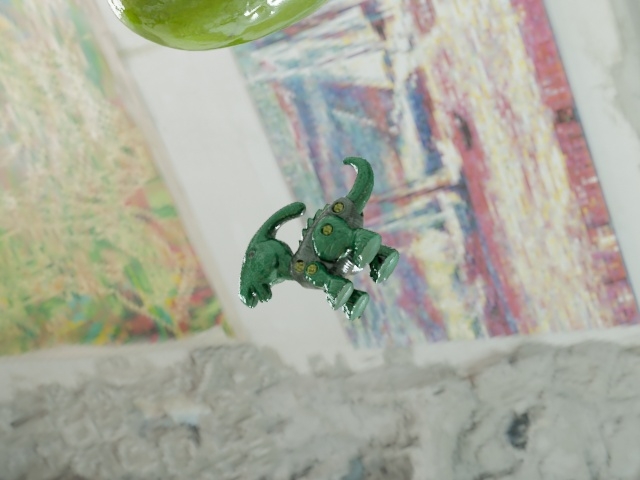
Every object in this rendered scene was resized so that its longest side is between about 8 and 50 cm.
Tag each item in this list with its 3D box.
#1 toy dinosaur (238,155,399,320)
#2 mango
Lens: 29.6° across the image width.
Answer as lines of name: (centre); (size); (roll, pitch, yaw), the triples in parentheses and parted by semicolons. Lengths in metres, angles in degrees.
toy dinosaur: (0.000, 0.000, 0.852); (0.096, 0.059, 0.132); (29, -95, 27)
mango: (-0.028, -0.105, 0.446); (0.108, 0.056, 0.073); (-18, 159, -31)
